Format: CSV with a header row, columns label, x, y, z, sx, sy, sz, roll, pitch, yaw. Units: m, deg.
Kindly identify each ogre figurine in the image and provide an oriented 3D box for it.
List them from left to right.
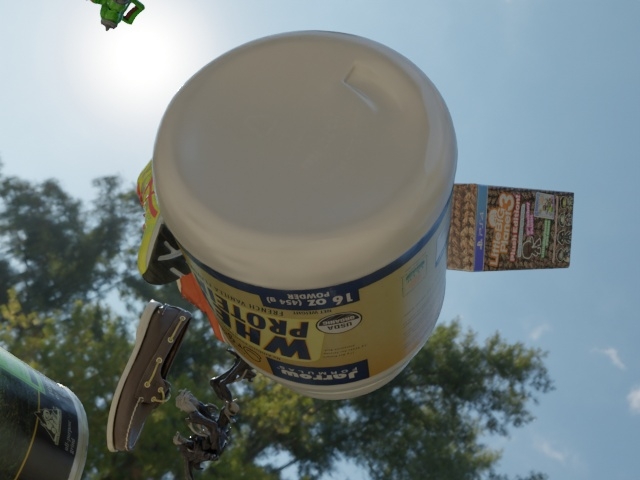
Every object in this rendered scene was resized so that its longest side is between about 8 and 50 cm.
label,x,y,z,sx,sy,sz,roll,pitch,yaw
ogre figurine,-0.338,-0.433,1.283,0.118,0.097,0.197,-51,-131,31

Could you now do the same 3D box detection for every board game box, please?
label,x,y,z,sx,sy,sz,roll,pitch,yaw
board game box,0.272,-0.025,1.345,0.232,0.291,0.141,5,-87,49

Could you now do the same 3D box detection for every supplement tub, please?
label,x,y,z,sx,sy,sz,roll,pitch,yaw
supplement tub,0.000,0.000,0.669,0.228,0.228,0.316,39,-19,25

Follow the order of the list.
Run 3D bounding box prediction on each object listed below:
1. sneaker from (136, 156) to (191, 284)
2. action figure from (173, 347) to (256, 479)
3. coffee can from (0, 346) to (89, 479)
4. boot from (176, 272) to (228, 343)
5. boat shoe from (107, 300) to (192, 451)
label,x,y,z,sx,sy,sz,roll,pitch,yaw
sneaker,-0.171,-0.043,0.854,0.094,0.208,0.081,-3,-33,27
action figure,-0.227,0.339,1.499,0.141,0.275,0.164,32,-21,-10
coffee can,-0.357,0.145,0.603,0.202,0.201,0.275,15,-27,40
boot,-0.174,0.090,1.164,0.085,0.059,0.157,-21,-98,26
boat shoe,-0.359,0.290,1.585,0.097,0.324,0.116,12,-23,4
